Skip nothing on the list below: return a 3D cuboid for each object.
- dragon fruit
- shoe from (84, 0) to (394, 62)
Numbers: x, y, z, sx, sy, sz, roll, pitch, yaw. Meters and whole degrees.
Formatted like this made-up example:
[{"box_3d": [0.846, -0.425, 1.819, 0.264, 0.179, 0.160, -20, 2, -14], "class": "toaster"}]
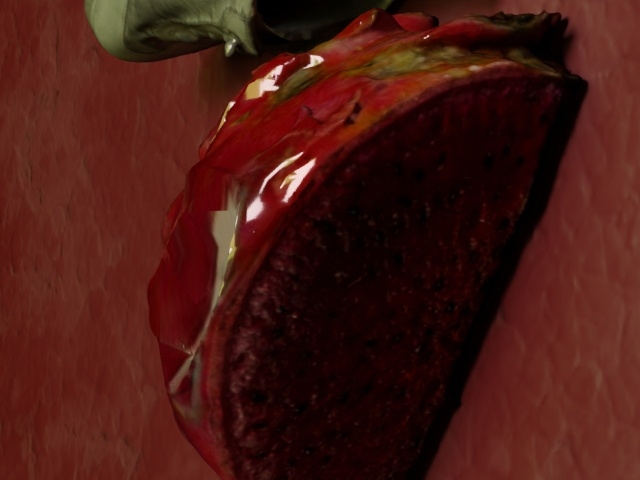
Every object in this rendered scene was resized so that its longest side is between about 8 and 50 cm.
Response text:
[{"box_3d": [0.000, 0.000, 0.711, 0.163, 0.189, 0.261, 32, 108, 23], "class": "dragon fruit"}, {"box_3d": [-0.025, -0.132, 0.804, 0.275, 0.103, 0.098, -23, 67, 52], "class": "shoe"}]
